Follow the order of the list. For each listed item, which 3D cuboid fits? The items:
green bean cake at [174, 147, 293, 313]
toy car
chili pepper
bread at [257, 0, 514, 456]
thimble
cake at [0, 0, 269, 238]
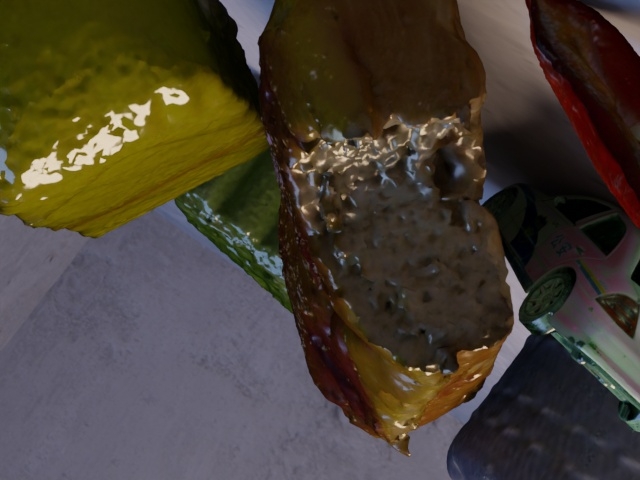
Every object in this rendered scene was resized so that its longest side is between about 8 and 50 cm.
[{"bbox_3d":[0.000,0.000,1.226,0.248,0.125,0.222,37,173,6],"label":"green bean cake"},{"bbox_3d":[0.148,0.023,0.810,0.090,0.076,0.224,42,-169,-17],"label":"toy car"},{"bbox_3d":[0.132,-0.009,0.516,0.268,0.059,0.050,58,177,45],"label":"chili pepper"},{"bbox_3d":[0.033,0.002,0.775,0.380,0.109,0.185,85,173,-75],"label":"bread"},{"bbox_3d":[0.211,0.146,0.942,0.236,0.172,0.205,40,176,-3],"label":"thimble"},{"bbox_3d":[-0.120,-0.108,0.770,0.179,0.156,0.260,61,-178,6],"label":"cake"}]
